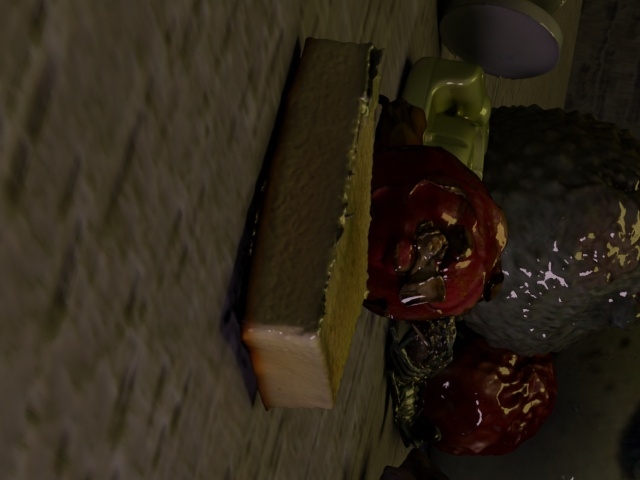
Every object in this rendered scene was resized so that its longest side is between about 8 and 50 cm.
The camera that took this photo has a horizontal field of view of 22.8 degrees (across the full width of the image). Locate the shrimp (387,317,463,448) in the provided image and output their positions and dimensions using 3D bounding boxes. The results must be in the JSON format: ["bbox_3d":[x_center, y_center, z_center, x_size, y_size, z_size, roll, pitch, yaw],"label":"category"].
[{"bbox_3d":[0.085,0.115,1.501,0.082,0.076,0.174,-16,129,-32],"label":"shrimp"}]

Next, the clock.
[{"bbox_3d":[0.095,-0.028,1.367,0.170,0.069,0.232,69,32,-69],"label":"clock"}]

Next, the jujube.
[{"bbox_3d":[0.165,0.157,1.679,0.230,0.155,0.155,-11,110,-71],"label":"jujube"}]

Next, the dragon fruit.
[{"bbox_3d":[0.064,-0.031,1.127,0.125,0.125,0.246,-54,-154,31],"label":"dragon fruit"}]

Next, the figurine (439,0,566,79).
[{"bbox_3d":[0.195,-0.291,1.516,0.176,0.133,0.236,62,42,-55],"label":"figurine"}]

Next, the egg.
[{"bbox_3d":[0.301,0.245,1.929,0.428,0.345,0.345,-64,166,-9],"label":"egg"}]

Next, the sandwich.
[{"bbox_3d":[0.000,0.000,0.956,0.162,0.058,0.193,80,20,-64],"label":"sandwich"}]

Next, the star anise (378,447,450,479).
[{"bbox_3d":[0.068,0.343,1.410,0.332,0.117,0.332,10,90,-84],"label":"star anise"}]

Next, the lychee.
[{"bbox_3d":[0.225,-0.018,1.539,0.255,0.255,0.274,80,-14,-59],"label":"lychee"}]
